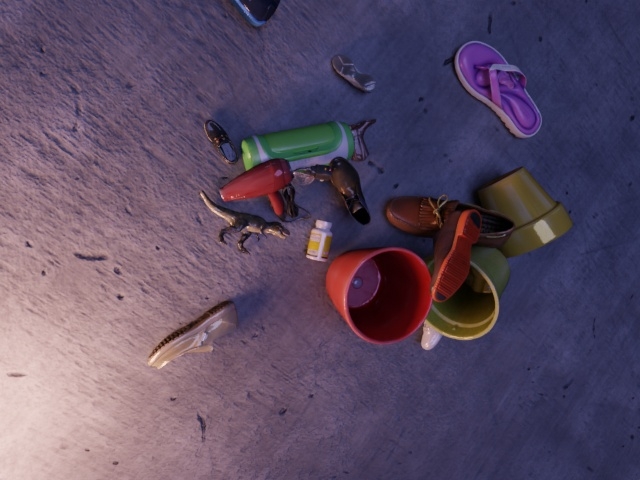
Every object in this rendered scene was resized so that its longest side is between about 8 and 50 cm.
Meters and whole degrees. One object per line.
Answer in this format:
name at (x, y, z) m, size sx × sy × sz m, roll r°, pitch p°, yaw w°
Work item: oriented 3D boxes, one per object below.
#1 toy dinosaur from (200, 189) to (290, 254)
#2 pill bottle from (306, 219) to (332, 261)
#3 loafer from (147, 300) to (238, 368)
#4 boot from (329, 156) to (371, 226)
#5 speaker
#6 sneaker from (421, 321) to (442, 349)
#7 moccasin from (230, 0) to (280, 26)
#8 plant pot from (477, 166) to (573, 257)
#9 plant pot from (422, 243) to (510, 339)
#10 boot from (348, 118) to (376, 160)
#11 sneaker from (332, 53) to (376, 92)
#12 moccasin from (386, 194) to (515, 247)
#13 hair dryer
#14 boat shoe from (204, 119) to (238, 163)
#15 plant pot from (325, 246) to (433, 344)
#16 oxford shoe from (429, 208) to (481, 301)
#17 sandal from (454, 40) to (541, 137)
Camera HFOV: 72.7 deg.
toy dinosaur at (-0.224, -0.033, 1.210) m, size 0.268 × 0.064 × 0.118 m, roll 22°, pitch 81°, yaw -19°
pill bottle at (0.000, 0.000, 1.292) m, size 0.065 × 0.065 × 0.116 m, roll 12°, pitch 92°, yaw -22°
loafer at (-0.334, 0.269, 1.176) m, size 0.268 × 0.102 × 0.092 m, roll -33°, pitch 100°, yaw -15°
boot at (0.094, -0.137, 1.243) m, size 0.082 × 0.106 × 0.219 m, roll -30°, pitch 136°, yaw 2°
speaker at (-0.061, -0.251, 1.209) m, size 0.296 × 0.131 × 0.131 m, roll -15°, pitch 101°, yaw -19°
sneaker at (0.373, 0.258, 1.464) m, size 0.094 × 0.080 × 0.212 m, roll 32°, pitch 74°, yaw -16°
moccasin at (-0.240, -0.714, 1.097) m, size 0.117 × 0.138 × 0.342 m, roll -43°, pitch 122°, yaw 3°
plant pot at (0.655, -0.103, 1.447) m, size 0.254 × 0.254 × 0.239 m, roll -29°, pitch 91°, yaw -16°
plant pot at (0.465, 0.130, 1.367) m, size 0.254 × 0.276 × 0.276 m, roll -25°, pitch 106°, yaw -44°
boot at (0.135, -0.304, 1.325) m, size 0.106 × 0.037 × 0.114 m, roll -20°, pitch 99°, yaw -4°
sneaker at (0.094, -0.486, 1.285) m, size 0.152 × 0.061 × 0.054 m, roll 40°, pitch 89°, yaw -1°
moccasin at (0.393, -0.065, 1.335) m, size 0.380 × 0.147 × 0.139 m, roll 18°, pitch 72°, yaw 10°
hair dryer at (-0.120, -0.117, 1.149) m, size 0.293 × 0.080 × 0.224 m, roll 6°, pitch 132°, yaw -30°
boat shoe at (-0.265, -0.268, 1.176) m, size 0.049 × 0.042 × 0.133 m, roll -35°, pitch 105°, yaw -12°
plant pot at (0.148, 0.138, 1.269) m, size 0.274 × 0.243 × 0.275 m, roll -2°, pitch 96°, yaw -21°
oxford shoe at (0.354, 0.040, 1.201) m, size 0.097 × 0.098 × 0.271 m, roll 34°, pitch 76°, yaw -32°
sandal at (0.622, -0.514, 1.452) m, size 0.416 × 0.102 × 0.169 m, roll 35°, pitch 83°, yaw -20°
